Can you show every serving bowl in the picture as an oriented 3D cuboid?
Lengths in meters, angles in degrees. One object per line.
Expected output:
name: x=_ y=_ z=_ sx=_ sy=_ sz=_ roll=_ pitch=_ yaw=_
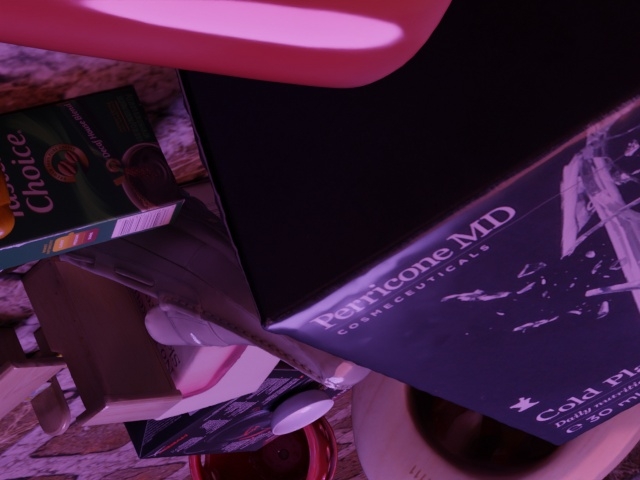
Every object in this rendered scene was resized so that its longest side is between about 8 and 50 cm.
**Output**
serving bowl: x=-0.026 y=0.204 z=1.763 sx=0.083 sy=0.027 sz=0.083 roll=-24 pitch=159 yaw=-10

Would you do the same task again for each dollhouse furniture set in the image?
dollhouse furniture set: x=-0.279 y=0.147 z=1.427 sx=0.242 sy=0.161 sz=0.212 roll=-38 pitch=158 yaw=28

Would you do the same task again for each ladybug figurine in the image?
ladybug figurine: x=0.222 y=0.110 z=1.556 sx=0.449 sy=0.305 sz=0.162 roll=-51 pitch=171 yaw=8

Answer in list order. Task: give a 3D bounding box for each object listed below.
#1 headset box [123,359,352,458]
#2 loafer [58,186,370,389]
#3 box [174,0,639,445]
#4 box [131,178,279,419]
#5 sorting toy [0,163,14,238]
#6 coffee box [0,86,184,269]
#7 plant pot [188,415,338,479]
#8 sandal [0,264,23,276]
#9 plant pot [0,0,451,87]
headset box: x=-0.086 y=0.174 z=1.820 sx=0.218 sy=0.110 sz=0.293 roll=-36 pitch=159 yaw=23
loafer: x=-0.090 y=0.042 z=1.179 sx=0.112 sy=0.319 sz=0.111 roll=12 pitch=106 yaw=-56
box: x=0.229 y=-0.107 z=1.114 sx=0.480 sy=0.297 sz=0.472 roll=-33 pitch=146 yaw=22
box: x=-0.109 y=0.056 z=1.436 sx=0.127 sy=0.149 sz=0.232 roll=-15 pitch=157 yaw=-30
sorting toy: x=-0.329 y=0.013 z=1.037 sx=0.365 sy=0.126 sz=0.127 roll=-40 pitch=177 yaw=33
coffee box: x=-0.208 y=-0.046 z=1.105 sx=0.184 sy=0.113 sz=0.040 roll=-15 pitch=159 yaw=-27
plant pot: x=-0.072 y=0.303 z=2.066 sx=0.191 sy=0.191 sz=0.174 roll=-31 pitch=169 yaw=11
sandal: x=-0.317 y=0.019 z=1.222 sx=0.219 sy=0.060 sz=0.090 roll=-36 pitch=170 yaw=-19
plant pot: x=-0.089 y=-0.200 z=0.682 sx=0.243 sy=0.275 sz=0.275 roll=-6 pitch=153 yaw=-27
